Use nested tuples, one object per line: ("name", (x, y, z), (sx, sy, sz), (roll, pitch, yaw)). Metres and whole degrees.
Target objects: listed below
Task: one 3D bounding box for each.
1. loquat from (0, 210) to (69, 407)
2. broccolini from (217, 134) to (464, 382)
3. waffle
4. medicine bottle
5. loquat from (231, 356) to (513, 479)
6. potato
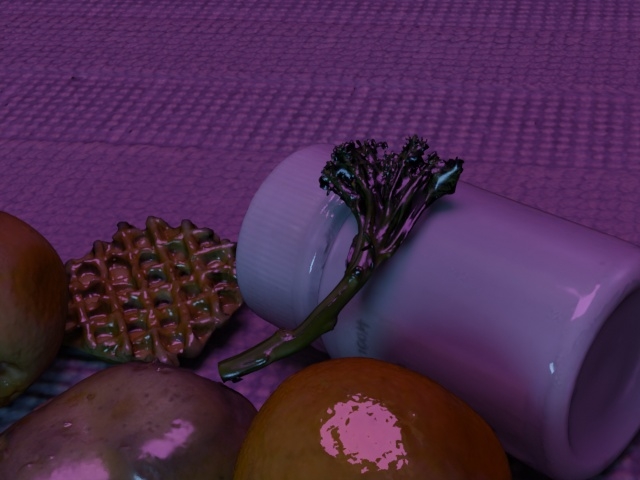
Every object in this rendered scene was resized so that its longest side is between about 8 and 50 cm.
("loquat", (-0.342, 0.059, 1.132), (0.213, 0.213, 0.213), (-3, 31, 2))
("broccolini", (-0.005, 0.006, 1.003), (0.271, 0.062, 0.123), (-46, 39, -16))
("waffle", (-0.181, 0.054, 1.265), (0.223, 0.054, 0.204), (13, 46, 26))
("medicine bottle", (0.114, 0.051, 1.091), (0.371, 0.211, 0.211), (24, 41, 38))
("loquat", (0.038, 0.188, 0.882), (0.208, 0.208, 0.208), (-3, 31, 2))
("potato", (-0.185, 0.202, 0.945), (0.296, 0.141, 0.191), (-27, 34, -22))
